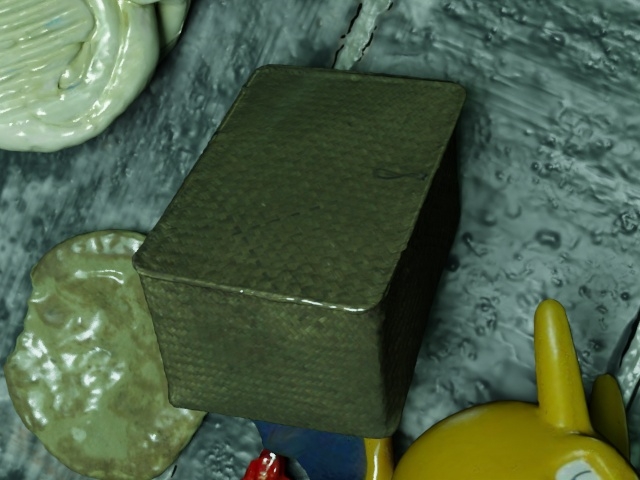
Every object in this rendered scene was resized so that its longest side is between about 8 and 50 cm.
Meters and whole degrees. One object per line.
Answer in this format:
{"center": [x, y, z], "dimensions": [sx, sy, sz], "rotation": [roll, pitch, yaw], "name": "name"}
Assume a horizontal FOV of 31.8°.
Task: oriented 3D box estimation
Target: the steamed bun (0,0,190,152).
{"center": [-0.263, -0.223, 0.979], "dimensions": [0.280, 0.207, 0.268], "rotation": [32, 91, -19], "name": "steamed bun"}

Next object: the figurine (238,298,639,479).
{"center": [0.069, 0.242, 0.864], "dimensions": [0.387, 0.268, 0.401], "rotation": [-30, 79, 17], "name": "figurine"}

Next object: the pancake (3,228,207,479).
{"center": [-0.189, 0.106, 1.042], "dimensions": [0.222, 0.042, 0.236], "rotation": [-1, 95, 11], "name": "pancake"}

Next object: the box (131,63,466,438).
{"center": [0.000, -0.002, 0.857], "dimensions": [0.184, 0.273, 0.143], "rotation": [7, 132, 16], "name": "box"}
